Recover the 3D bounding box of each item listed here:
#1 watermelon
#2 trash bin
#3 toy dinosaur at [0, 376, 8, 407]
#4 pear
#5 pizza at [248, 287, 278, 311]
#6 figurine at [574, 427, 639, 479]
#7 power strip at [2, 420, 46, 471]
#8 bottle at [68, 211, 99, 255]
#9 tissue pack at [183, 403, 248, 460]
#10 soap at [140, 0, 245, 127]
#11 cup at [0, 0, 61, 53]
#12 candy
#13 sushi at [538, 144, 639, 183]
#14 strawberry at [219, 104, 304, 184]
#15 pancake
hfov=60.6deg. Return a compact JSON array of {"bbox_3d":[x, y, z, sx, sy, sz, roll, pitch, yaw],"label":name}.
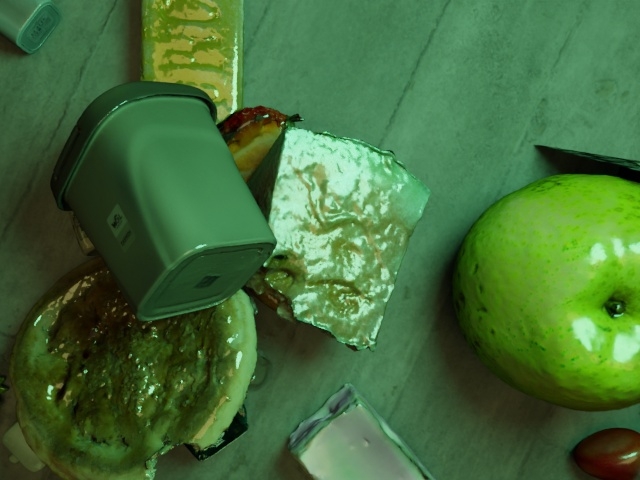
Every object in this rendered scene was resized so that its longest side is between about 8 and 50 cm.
[{"bbox_3d":[-0.002,-0.006,0.860,0.264,0.151,0.302,20,83,-14],"label":"watermelon"},{"bbox_3d":[-0.202,-0.046,0.731,0.220,0.219,0.250,-47,67,34],"label":"trash bin"},{"bbox_3d":[-0.560,0.246,0.820,0.194,0.177,0.152,-32,96,-2],"label":"toy dinosaur"},{"bbox_3d":[0.392,0.072,0.827,0.391,0.391,0.390,0,94,-7],"label":"pear"},{"bbox_3d":[-0.028,0.052,0.942,0.185,0.036,0.176,3,84,-1],"label":"pizza"},{"bbox_3d":[0.647,0.414,0.946,0.261,0.270,0.211,42,83,-16],"label":"figurine"},{"bbox_3d":[-0.360,0.232,0.900,0.385,0.062,0.091,-42,94,-3],"label":"power strip"},{"bbox_3d":[-0.352,-0.060,0.865,0.099,0.099,0.152,-20,85,-5],"label":"bottle"},{"bbox_3d":[-0.199,0.259,0.883,0.103,0.090,0.170,-32,122,-5],"label":"tissue pack"},{"bbox_3d":[-0.202,-0.291,0.877,0.160,0.080,0.257,0,93,-7],"label":"soap"},{"bbox_3d":[-0.473,-0.377,0.835,0.129,0.095,0.128,36,87,-10],"label":"cup"},{"bbox_3d":[0.083,0.393,0.934,0.155,0.116,0.265,-41,97,-2],"label":"candy"},{"bbox_3d":[0.527,-0.094,0.880,0.264,0.290,0.050,7,107,-9],"label":"sushi"},{"bbox_3d":[-0.114,-0.151,0.892,0.140,0.085,0.192,22,122,-34],"label":"strawberry"},{"bbox_3d":[-0.269,0.170,0.800,0.382,0.071,0.382,-5,62,9],"label":"pancake"}]
